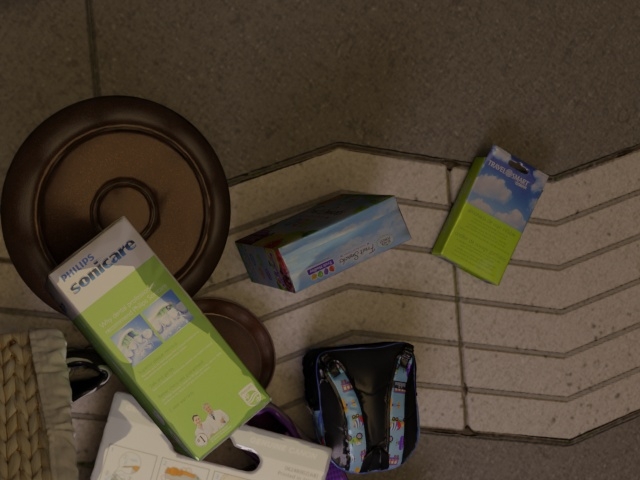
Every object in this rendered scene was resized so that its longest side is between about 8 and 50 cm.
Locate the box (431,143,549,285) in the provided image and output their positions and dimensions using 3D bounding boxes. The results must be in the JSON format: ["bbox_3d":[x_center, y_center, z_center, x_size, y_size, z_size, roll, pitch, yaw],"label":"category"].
[{"bbox_3d":[0.246,-0.037,2.064,0.109,0.042,0.178,28,84,-19],"label":"box"}]

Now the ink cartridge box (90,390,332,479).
[{"bbox_3d":[-0.182,0.419,1.898,0.308,0.091,0.384,16,87,-9],"label":"ink cartridge box"}]

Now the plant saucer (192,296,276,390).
[{"bbox_3d":[-0.144,0.158,1.916,0.168,0.029,0.168,8,60,-14],"label":"plant saucer"}]

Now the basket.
[{"bbox_3d":[-0.425,0.318,1.660,0.267,0.331,0.328,1,122,-15],"label":"basket"}]

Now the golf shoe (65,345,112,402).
[{"bbox_3d":[-0.365,0.182,1.839,0.198,0.094,0.077,-17,100,-16],"label":"golf shoe"}]

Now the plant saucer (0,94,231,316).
[{"bbox_3d":[-0.263,-0.037,1.886,0.311,0.050,0.310,-1,93,-18],"label":"plant saucer"}]

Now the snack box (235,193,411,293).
[{"bbox_3d":[0.000,0.000,1.894,0.175,0.207,0.070,-24,101,-15],"label":"snack box"}]

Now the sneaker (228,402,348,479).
[{"bbox_3d":[-0.047,0.291,1.951,0.236,0.104,0.095,44,78,-18],"label":"sneaker"}]

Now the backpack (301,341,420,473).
[{"bbox_3d":[0.056,0.230,1.968,0.158,0.117,0.173,-5,89,-20],"label":"backpack"}]

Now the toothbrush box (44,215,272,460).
[{"bbox_3d":[-0.206,0.123,1.755,0.122,0.206,0.283,-41,93,-13],"label":"toothbrush box"}]
